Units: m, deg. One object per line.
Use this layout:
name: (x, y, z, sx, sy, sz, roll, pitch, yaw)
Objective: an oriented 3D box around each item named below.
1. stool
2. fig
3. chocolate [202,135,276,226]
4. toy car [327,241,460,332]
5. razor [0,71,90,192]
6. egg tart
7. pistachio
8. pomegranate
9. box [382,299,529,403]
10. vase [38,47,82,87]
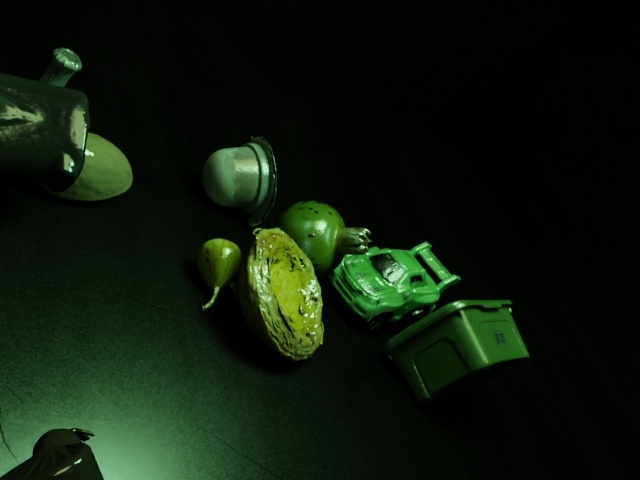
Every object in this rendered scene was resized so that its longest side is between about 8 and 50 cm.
stool: (-0.315, 0.302, 0.943, 0.217, 0.125, 0.121, -146, -146, -82)
fig: (-0.218, 0.075, 1.578, 0.093, 0.093, 0.166, 30, 64, -26)
chocolate: (-0.205, -0.141, 1.868, 0.147, 0.221, 0.221, -8, 48, -25)
toy car: (0.179, 0.102, 1.988, 0.359, 0.176, 0.213, 8, 39, -52)
razor: (-0.565, -0.199, 1.314, 0.349, 0.113, 0.204, 12, 59, -24)
egg tart: (-0.093, 0.110, 1.598, 0.291, 0.107, 0.290, 50, 29, -40)
pistachio: (-0.454, -0.141, 1.503, 0.136, 0.136, 0.226, 53, 20, 24)
pomegranate: (0.000, 0.000, 1.821, 0.248, 0.202, 0.202, 3, 8, 25)
box: (0.335, 0.266, 1.880, 0.329, 0.253, 0.177, 7, 54, -53)
vase: (-0.553, -0.326, 1.626, 0.081, 0.148, 0.081, 35, 23, -17)
